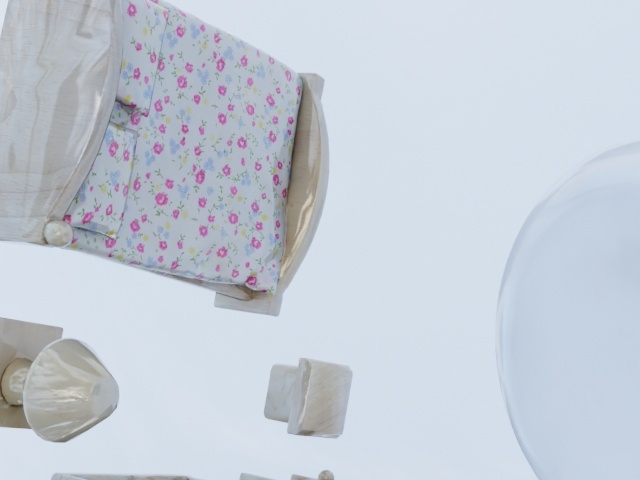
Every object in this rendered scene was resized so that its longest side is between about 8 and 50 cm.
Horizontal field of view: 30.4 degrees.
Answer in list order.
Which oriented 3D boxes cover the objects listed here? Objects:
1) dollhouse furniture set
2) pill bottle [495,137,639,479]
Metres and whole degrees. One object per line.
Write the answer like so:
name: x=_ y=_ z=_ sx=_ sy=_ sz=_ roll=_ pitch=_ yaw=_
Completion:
dollhouse furniture set: x=0.000 y=0.000 z=0.586 sx=0.173 sy=0.303 sz=0.356 roll=6 pitch=82 yaw=34
pill bottle: x=0.165 y=0.024 z=0.361 sx=0.117 sy=0.215 sz=0.117 roll=8 pitch=100 yaw=53
